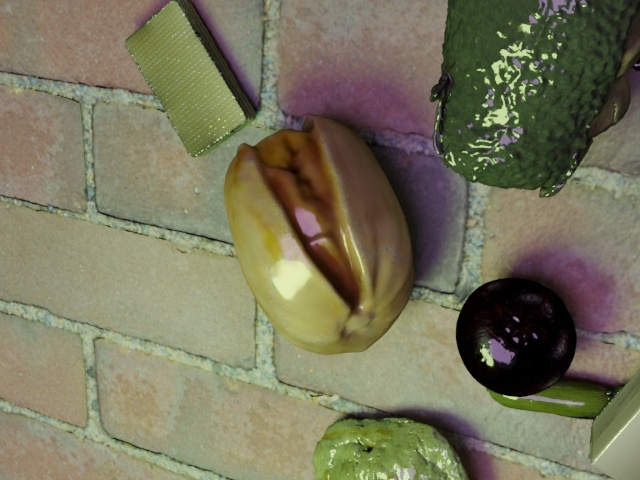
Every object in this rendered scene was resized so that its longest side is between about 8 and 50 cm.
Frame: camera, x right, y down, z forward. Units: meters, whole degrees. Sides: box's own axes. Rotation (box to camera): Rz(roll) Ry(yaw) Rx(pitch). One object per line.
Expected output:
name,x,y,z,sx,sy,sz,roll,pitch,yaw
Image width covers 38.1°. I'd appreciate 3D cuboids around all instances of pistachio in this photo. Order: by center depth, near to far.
pistachio,0.000,0.000,1.190,0.229,0.230,0.309,-25,89,31

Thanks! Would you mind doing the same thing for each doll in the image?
doll,0.245,-0.220,0.983,0.247,0.247,0.350,24,112,19

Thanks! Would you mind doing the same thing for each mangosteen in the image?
mangosteen,0.238,0.120,1.148,0.152,0.152,0.153,9,110,25

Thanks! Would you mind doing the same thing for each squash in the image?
squash,0.300,0.199,1.187,0.183,0.052,0.052,6,109,22

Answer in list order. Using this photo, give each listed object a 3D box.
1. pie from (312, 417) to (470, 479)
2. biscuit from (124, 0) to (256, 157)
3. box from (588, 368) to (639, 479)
pie,0.102,0.351,1.313,0.247,0.090,0.201,-8,105,33
biscuit,-0.183,-0.228,1.305,0.121,0.040,0.199,-30,89,34
box,0.463,0.204,1.056,0.203,0.106,0.252,33,116,4
